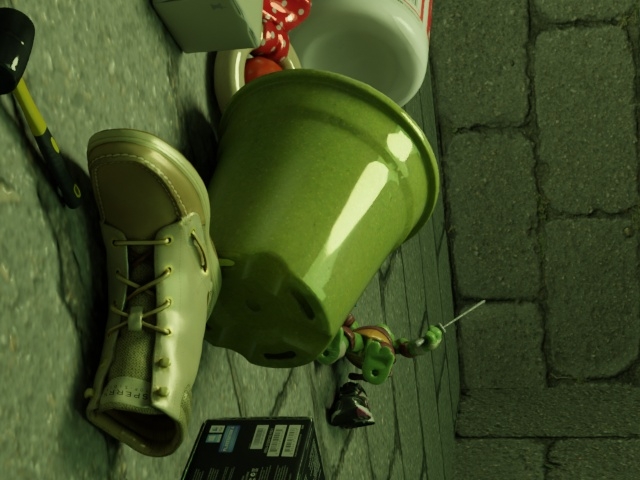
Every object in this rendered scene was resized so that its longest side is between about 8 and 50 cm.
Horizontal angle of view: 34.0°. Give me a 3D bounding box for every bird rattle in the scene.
[{"bbox_3d":[-0.060,-0.210,1.327,0.207,0.143,0.253,-49,134,-51],"label":"bird rattle"}]

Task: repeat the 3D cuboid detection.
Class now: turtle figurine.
[{"bbox_3d":[0.103,0.133,1.804,0.197,0.275,0.266,53,18,4],"label":"turtle figurine"}]

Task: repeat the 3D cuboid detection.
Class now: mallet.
[{"bbox_3d":[-0.220,-0.099,0.816,0.189,0.039,0.062,75,15,-58],"label":"mallet"}]

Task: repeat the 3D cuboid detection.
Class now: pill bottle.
[{"bbox_3d":[0.066,-0.401,1.663,0.229,0.229,0.407,74,19,-45],"label":"pill bottle"}]

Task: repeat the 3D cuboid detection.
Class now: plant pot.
[{"bbox_3d":[-0.034,-0.008,1.165,0.254,0.276,0.276,-63,150,-42],"label":"plant pot"}]

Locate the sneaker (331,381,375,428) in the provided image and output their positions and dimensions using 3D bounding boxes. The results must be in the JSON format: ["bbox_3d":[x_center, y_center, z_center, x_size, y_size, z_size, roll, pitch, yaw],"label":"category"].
[{"bbox_3d":[0.051,0.286,1.846,0.178,0.072,0.077,70,8,-73],"label":"sneaker"}]

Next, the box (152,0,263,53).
[{"bbox_3d":[-0.116,-0.355,1.170,0.113,0.094,0.275,60,30,-64],"label":"box"}]

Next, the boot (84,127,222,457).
[{"bbox_3d":[-0.157,0.051,0.916,0.262,0.095,0.203,81,14,-51],"label":"boot"}]

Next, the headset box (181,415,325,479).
[{"bbox_3d":[-0.066,0.380,1.148,0.246,0.131,0.283,-73,157,-56],"label":"headset box"}]
